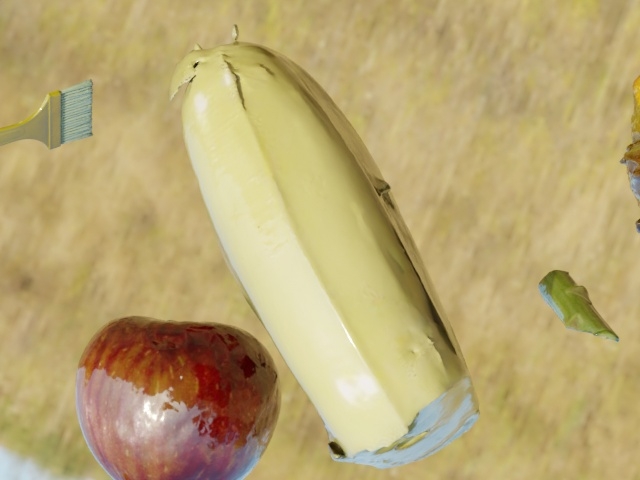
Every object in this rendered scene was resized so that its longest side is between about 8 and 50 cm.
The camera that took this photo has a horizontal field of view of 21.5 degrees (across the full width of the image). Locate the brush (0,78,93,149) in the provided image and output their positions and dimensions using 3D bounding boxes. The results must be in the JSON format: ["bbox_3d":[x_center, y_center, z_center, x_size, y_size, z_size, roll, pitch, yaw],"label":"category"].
[{"bbox_3d":[-0.344,-0.118,1.863,0.205,0.083,0.011,-20,-127,-26],"label":"brush"}]

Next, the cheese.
[{"bbox_3d":[0.000,0.000,1.117,0.316,0.128,0.259,59,177,17],"label":"cheese"}]

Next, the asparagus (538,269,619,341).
[{"bbox_3d":[0.283,0.080,1.850,0.041,0.045,0.178,63,-179,-22],"label":"asparagus"}]

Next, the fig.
[{"bbox_3d":[-0.123,0.168,1.425,0.175,0.207,0.175,6,166,1],"label":"fig"}]

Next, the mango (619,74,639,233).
[{"bbox_3d":[0.411,-0.104,1.416,0.350,0.201,0.199,-14,-166,35],"label":"mango"}]
